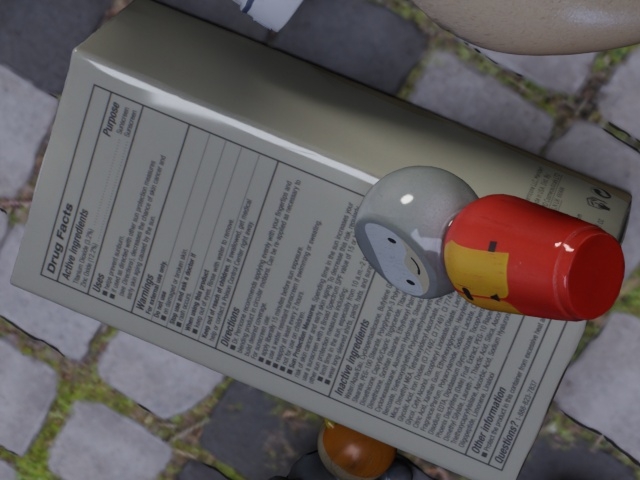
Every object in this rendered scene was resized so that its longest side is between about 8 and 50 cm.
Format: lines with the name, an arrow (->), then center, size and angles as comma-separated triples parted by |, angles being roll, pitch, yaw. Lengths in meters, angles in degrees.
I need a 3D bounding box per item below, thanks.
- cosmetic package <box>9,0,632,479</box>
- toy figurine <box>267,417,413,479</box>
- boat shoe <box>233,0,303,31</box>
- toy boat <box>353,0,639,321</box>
cosmetic package -> 0.000, 0.000, 1.089 | 0.309, 0.113, 0.160 | 24, 118, 6
toy figurine -> 0.044, 0.210, 1.116 | 0.209, 0.213, 0.148 | 32, 131, 6
boat shoe -> 0.009, -0.223, 0.993 | 0.084, 0.095, 0.258 | 33, 118, -5
toy boat -> 0.093, -0.120, 0.919 | 0.148, 0.267, 0.318 | 16, 100, 48
